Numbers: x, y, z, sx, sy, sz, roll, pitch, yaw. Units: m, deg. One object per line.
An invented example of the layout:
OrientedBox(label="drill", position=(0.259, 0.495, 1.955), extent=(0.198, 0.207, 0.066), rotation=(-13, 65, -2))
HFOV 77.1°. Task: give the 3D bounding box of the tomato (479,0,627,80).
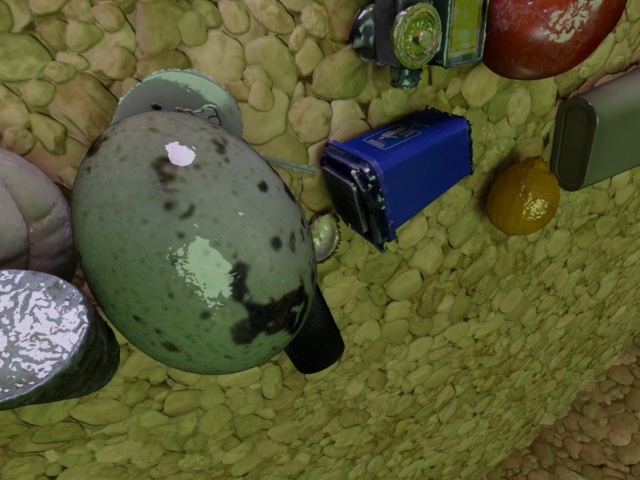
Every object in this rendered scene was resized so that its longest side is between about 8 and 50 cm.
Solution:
OrientedBox(label="tomato", position=(0.354, -0.357, 0.618), extent=(0.232, 0.189, 0.232), rotation=(-49, 163, -21))

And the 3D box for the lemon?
OrientedBox(label="lemon", position=(0.444, -0.093, 0.879), extent=(0.142, 0.142, 0.186), rotation=(2, 113, -28))

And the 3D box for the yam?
OrientedBox(label="yam", position=(-0.307, 0.129, 0.471), extent=(0.133, 0.133, 0.330), rotation=(-14, 162, -20))

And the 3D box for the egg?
OrientedBox(label="egg", position=(-0.157, 0.013, 0.545), extent=(0.288, 0.287, 0.379), rotation=(-28, 118, -9))

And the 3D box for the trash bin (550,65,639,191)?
OrientedBox(label="trash bin", position=(0.667, -0.253, 0.910), extent=(0.248, 0.121, 0.243), rotation=(-22, 127, -11))

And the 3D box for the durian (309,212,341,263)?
OrientedBox(label="durian", position=(0.001, 0.005, 0.767), extent=(0.066, 0.052, 0.130), rotation=(21, 115, -38))

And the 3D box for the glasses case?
OrientedBox(label="glasses case", position=(-0.038, 0.167, 0.828), extent=(0.122, 0.082, 0.320), rotation=(-29, 129, -9))

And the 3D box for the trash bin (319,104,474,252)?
OrientedBox(label="trash bin", position=(0.137, -0.115, 0.703), extent=(0.235, 0.162, 0.183), rotation=(-31, 129, -14))

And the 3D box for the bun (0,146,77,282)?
OrientedBox(label="bun", position=(-0.473, 0.030, 0.435), extent=(0.366, 0.219, 0.364), rotation=(-13, 128, -18))

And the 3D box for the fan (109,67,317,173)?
OrientedBox(label="fan", position=(-0.144, -0.142, 0.628), extent=(0.329, 0.009, 0.190), rotation=(11, 113, -31))

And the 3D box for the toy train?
OrientedBox(label="toy train", position=(0.138, -0.358, 0.566), extent=(0.178, 0.134, 0.260), rotation=(-22, 127, -22))
